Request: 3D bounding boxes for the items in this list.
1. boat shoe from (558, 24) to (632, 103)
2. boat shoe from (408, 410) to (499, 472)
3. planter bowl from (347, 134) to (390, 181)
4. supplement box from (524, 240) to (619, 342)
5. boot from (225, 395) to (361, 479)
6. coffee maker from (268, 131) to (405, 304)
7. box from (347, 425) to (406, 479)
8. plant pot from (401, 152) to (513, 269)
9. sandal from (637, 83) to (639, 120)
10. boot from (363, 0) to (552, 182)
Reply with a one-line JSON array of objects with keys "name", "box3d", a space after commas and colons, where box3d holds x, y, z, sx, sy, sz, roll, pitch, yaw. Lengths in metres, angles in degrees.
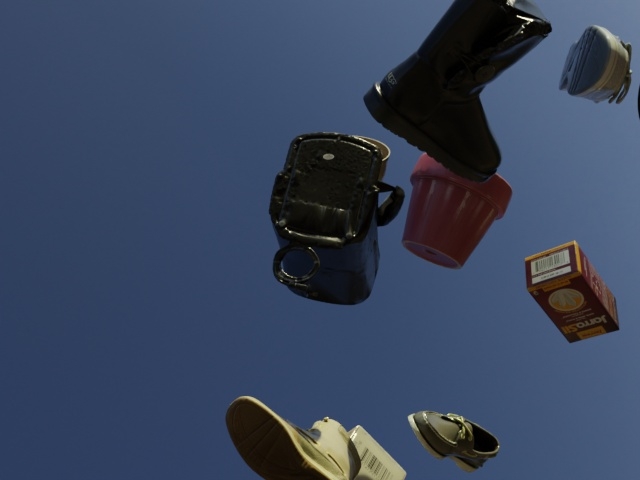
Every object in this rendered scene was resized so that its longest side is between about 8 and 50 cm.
[{"name": "boat shoe", "box3d": [0.477, -0.288, 1.371, 0.103, 0.320, 0.118, 15, -81, 6]}, {"name": "boat shoe", "box3d": [0.297, 0.431, 1.793, 0.091, 0.109, 0.305, -36, -42, 17]}, {"name": "planter bowl", "box3d": [0.050, -0.126, 1.569, 0.162, 0.162, 0.109, -17, -56, -33]}, {"name": "supplement box", "box3d": [0.473, 0.100, 1.525, 0.188, 0.104, 0.081, 46, -143, -32]}, {"name": "boot", "box3d": [-0.038, 0.349, 1.412, 0.262, 0.203, 0.095, 40, -77, 3]}, {"name": "coffee maker", "box3d": [0.000, 0.000, 0.850, 0.171, 0.120, 0.178, -52, -19, -19]}, {"name": "box", "box3d": [0.009, 0.520, 1.640, 0.148, 0.311, 0.121, 47, -144, -3]}, {"name": "plant pot", "box3d": [0.253, -0.050, 1.598, 0.201, 0.201, 0.180, 32, -103, -37]}, {"name": "sandal", "box3d": [0.689, -0.351, 1.331, 0.446, 0.167, 0.107, -51, -21, 18]}, {"name": "boot", "box3d": [0.200, -0.187, 0.980, 0.246, 0.094, 0.207, 23, -54, -39]}]
